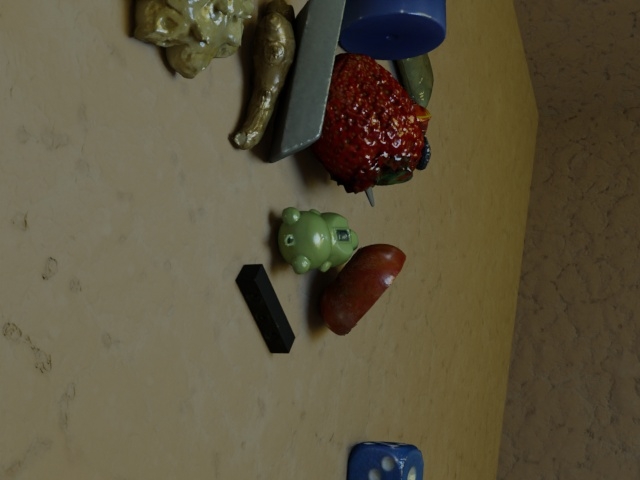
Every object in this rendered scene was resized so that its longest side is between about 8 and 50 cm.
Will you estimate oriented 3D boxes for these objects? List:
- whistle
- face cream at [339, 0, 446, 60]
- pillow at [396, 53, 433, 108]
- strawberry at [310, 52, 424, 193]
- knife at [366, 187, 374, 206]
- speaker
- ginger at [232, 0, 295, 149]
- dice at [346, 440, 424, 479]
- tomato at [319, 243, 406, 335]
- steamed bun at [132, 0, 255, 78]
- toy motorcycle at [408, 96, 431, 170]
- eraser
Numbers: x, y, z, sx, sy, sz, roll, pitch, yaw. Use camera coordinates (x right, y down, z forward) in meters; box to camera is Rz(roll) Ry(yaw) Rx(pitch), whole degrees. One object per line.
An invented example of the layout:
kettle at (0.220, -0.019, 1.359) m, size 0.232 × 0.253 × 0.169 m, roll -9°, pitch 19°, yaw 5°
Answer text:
whistle at (0.000, 0.000, 1.646) m, size 0.288 × 0.106 × 0.131 m, roll 0°, pitch 77°, yaw -63°
face cream at (0.162, -0.566, 1.882) m, size 0.249 × 0.249 × 0.224 m, roll 25°, pitch 61°, yaw -62°
pillow at (0.255, -0.510, 2.274) m, size 0.302 × 0.075 × 0.184 m, roll 63°, pitch 34°, yaw -38°
strawberry at (0.090, -0.248, 1.699) m, size 0.250 × 0.239 × 0.288 m, roll -175°, pitch -106°, yaw -75°
knife at (0.103, -0.173, 1.985) m, size 0.244 × 0.032 × 0.058 m, roll 62°, pitch 26°, yaw -51°
speaker at (-0.099, 0.128, 1.509) m, size 0.046 × 0.040 × 0.191 m, roll -67°, pitch 145°, yaw -46°
ginger at (-0.095, -0.317, 1.504) m, size 0.148 × 0.081 × 0.333 m, roll 142°, pitch -41°, yaw -74°
dice at (0.151, 0.544, 1.890) m, size 0.143 × 0.146 × 0.146 m, roll 23°, pitch 68°, yaw -61°
tomato at (0.077, 0.093, 1.736) m, size 0.095 × 0.236 × 0.236 m, roll 39°, pitch 36°, yaw -1°
steamed bun at (-0.182, -0.402, 1.265) m, size 0.295 × 0.137 × 0.292 m, roll -69°, pitch 150°, yaw -43°
toy motorcycle at (0.179, -0.247, 1.897) m, size 0.089 × 0.298 × 0.171 m, roll -13°, pitch 102°, yaw -21°
eraser at (-0.023, -0.314, 1.549) m, size 0.111 × 0.077 × 0.352 m, roll 169°, pitch -67°, yaw -73°
